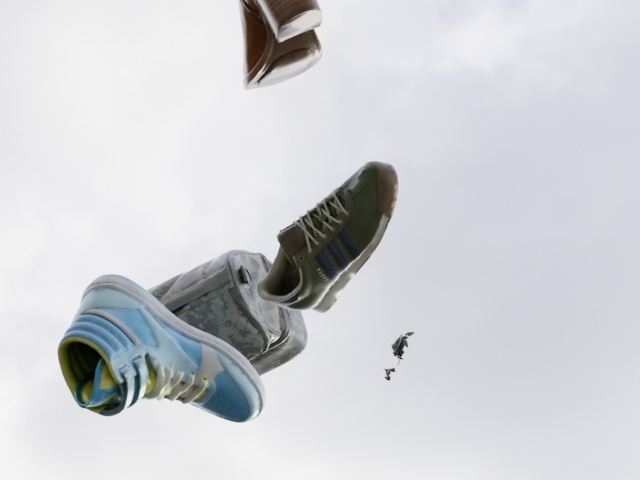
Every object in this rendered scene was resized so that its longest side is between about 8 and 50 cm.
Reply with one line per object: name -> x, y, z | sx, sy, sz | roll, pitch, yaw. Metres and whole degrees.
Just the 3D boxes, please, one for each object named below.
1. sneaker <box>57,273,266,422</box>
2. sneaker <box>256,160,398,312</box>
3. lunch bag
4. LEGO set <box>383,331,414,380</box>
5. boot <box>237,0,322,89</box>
sneaker -> -0.234, 0.204, 1.304 | 0.319, 0.208, 0.127 | 34, -61, -7
sneaker -> 0.000, 0.000, 0.915 | 0.086, 0.064, 0.192 | 5, -50, -33
lunch bag -> -0.213, 0.149, 1.678 | 0.305, 0.213, 0.256 | -26, -29, 15
LEGO set -> 0.108, 0.164, 1.345 | 0.023, 0.054, 0.083 | 25, -86, -4
boot -> -0.054, -0.232, 0.831 | 0.152, 0.073, 0.197 | 67, -18, 9
